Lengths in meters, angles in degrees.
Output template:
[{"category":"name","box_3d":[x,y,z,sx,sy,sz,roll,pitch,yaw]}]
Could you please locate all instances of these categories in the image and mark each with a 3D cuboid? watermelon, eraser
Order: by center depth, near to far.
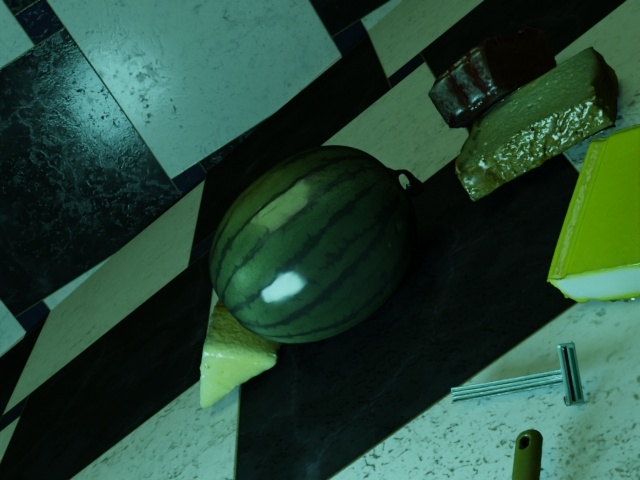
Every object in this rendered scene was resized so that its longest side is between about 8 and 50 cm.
[{"category":"eraser","box_3d":[0.364,-0.037,1.170,0.158,0.069,0.226,-16,44,55]},{"category":"watermelon","box_3d":[0.000,0.000,1.561,0.359,0.279,0.279,-40,19,4]}]

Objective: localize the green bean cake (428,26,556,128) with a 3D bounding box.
[{"category":"green bean cake","box_3d":[0.297,-0.282,1.744,0.199,0.097,0.233,-36,-8,27]}]

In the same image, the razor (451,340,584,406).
[{"category":"razor","box_3d":[0.222,0.163,1.137,0.191,0.037,0.068,-24,67,52]}]

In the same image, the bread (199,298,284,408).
[{"category":"bread","box_3d":[-0.146,0.164,1.768,0.178,0.141,0.266,-22,25,11]}]

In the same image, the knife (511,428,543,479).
[{"category":"knife","box_3d":[0.173,0.312,0.921,0.061,0.027,0.343,-26,27,31]}]

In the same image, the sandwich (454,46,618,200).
[{"category":"sandwich","box_3d":[0.341,-0.181,1.568,0.251,0.087,0.226,-29,21,30]}]
